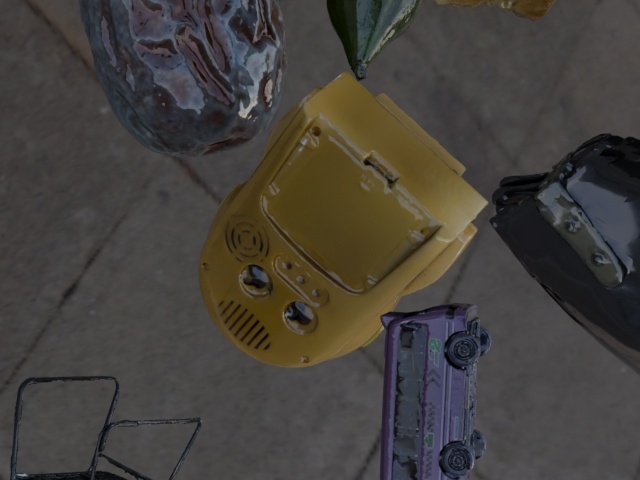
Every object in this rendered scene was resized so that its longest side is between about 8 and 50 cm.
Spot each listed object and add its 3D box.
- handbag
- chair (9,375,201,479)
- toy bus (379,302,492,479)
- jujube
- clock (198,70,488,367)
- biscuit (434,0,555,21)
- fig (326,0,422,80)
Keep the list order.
[{"bbox_3d":[0.288,-0.004,0.824,0.288,0.342,0.152,32,47,-19],"label":"handbag"},{"bbox_3d":[-0.238,0.265,1.399,0.145,0.140,0.221,8,98,-52],"label":"chair"},{"bbox_3d":[0.103,0.147,1.267,0.087,0.098,0.178,-9,102,-74],"label":"toy bus"},{"bbox_3d":[-0.160,-0.251,1.657,0.246,0.215,0.308,-38,108,-36],"label":"jujube"},{"bbox_3d":[0.000,0.000,1.504,0.244,0.317,0.200,45,28,5],"label":"clock"},{"bbox_3d":[0.084,-0.195,0.791,0.224,0.144,0.033,5,52,-38],"label":"biscuit"},{"bbox_3d":[0.055,-0.262,1.552,0.117,0.117,0.177,37,47,-26],"label":"fig"}]
